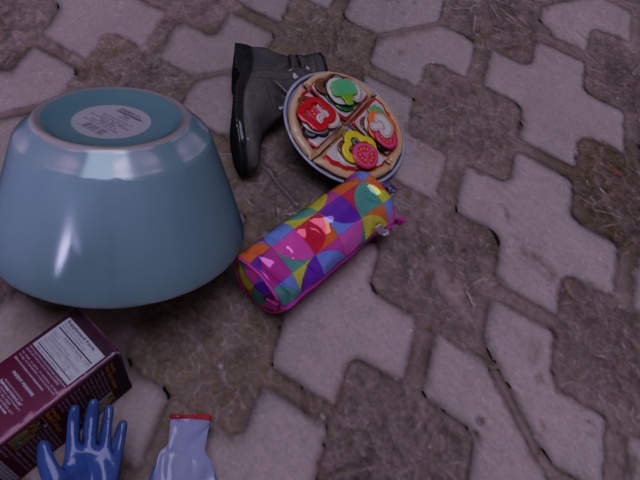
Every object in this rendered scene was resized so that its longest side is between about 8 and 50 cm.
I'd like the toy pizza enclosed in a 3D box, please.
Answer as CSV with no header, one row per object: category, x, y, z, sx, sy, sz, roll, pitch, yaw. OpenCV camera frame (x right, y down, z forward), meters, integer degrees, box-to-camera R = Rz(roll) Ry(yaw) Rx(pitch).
toy pizza,0.042,-0.174,1.011,0.201,0.032,0.201,11,61,-21

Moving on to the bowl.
bowl,-0.245,-0.076,0.816,0.311,0.163,0.311,5,34,-3

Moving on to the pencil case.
pencil case,0.000,0.000,0.898,0.236,0.104,0.104,-36,68,-23

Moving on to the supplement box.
supplement box,-0.313,0.177,0.750,0.081,0.104,0.188,41,62,19

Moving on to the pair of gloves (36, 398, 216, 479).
pair of gloves,-0.202,0.255,0.725,0.198,0.023,0.159,11,64,-20

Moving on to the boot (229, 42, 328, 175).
boot,-0.054,-0.206,1.034,0.161,0.083,0.246,4,59,-10
